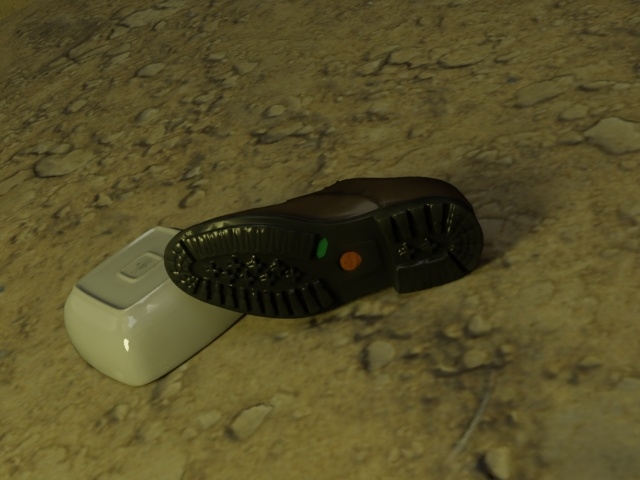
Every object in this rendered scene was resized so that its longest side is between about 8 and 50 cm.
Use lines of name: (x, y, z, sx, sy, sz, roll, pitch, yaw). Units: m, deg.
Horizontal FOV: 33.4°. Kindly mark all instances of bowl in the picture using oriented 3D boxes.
bowl: (-0.130, 0.040, 0.834, 0.142, 0.053, 0.142, -39, 31, -23)

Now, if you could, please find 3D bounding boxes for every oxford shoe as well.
oxford shoe: (0.000, 0.000, 0.781, 0.227, 0.083, 0.096, -6, 27, 2)
